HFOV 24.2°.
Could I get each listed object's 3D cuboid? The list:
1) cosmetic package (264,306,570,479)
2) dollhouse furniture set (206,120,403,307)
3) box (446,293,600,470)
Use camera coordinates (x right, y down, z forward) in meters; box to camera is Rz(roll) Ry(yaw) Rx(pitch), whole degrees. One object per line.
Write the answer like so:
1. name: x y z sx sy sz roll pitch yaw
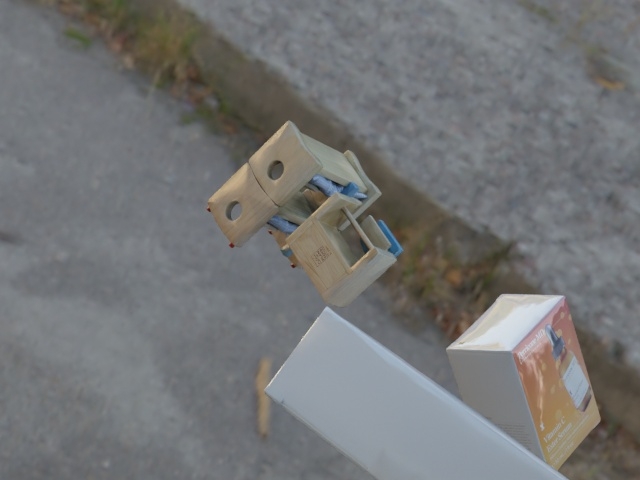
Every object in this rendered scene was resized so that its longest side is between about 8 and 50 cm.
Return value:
1. cosmetic package: 0.133 0.209 1.297 0.284 0.097 0.377 33 -4 21
2. dollhouse furniture set: 0.000 0.000 1.525 0.129 0.129 0.183 21 30 -55
3. box: 0.235 0.165 1.710 0.091 0.170 0.130 0 28 41
